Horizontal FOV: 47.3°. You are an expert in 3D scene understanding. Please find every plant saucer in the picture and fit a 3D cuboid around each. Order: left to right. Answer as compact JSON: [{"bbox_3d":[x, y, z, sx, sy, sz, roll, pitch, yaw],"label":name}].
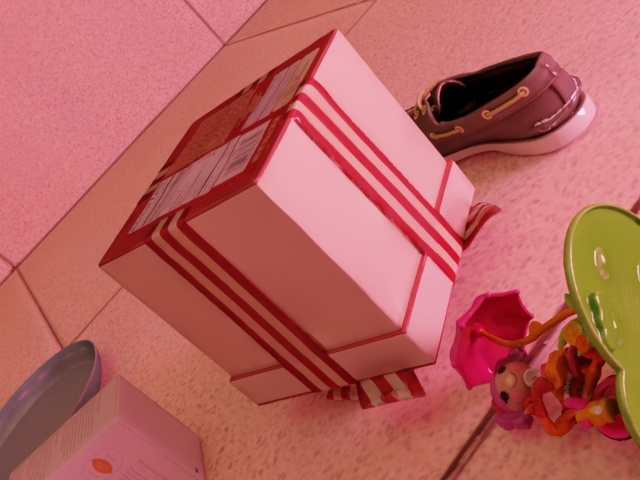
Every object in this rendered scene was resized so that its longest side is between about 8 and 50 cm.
[{"bbox_3d":[-0.454,0.299,1.162,0.317,0.044,0.318,-34,27,20],"label":"plant saucer"}]

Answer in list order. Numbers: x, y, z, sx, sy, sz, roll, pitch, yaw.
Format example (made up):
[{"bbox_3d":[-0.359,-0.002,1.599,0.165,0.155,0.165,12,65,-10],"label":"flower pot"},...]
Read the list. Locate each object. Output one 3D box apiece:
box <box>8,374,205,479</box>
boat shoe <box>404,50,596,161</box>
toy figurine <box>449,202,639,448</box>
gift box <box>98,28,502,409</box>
[{"bbox_3d":[-0.230,0.256,0.784,0.170,0.130,0.091,-42,24,4],"label":"box"},{"bbox_3d":[0.169,-0.152,0.853,0.305,0.091,0.109,1,50,57],"label":"boat shoe"},{"bbox_3d":[0.164,0.084,0.520,0.159,0.130,0.173,-36,48,49],"label":"toy figurine"},{"bbox_3d":[0.000,0.000,0.678,0.276,0.258,0.255,-18,36,43],"label":"gift box"}]
